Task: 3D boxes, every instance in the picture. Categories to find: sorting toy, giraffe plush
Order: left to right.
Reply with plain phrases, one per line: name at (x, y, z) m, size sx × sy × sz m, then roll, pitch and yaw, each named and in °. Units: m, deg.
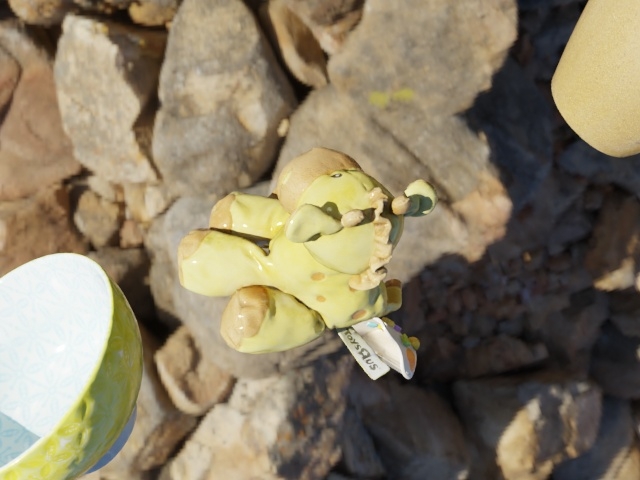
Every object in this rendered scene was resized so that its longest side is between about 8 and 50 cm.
giraffe plush at (0.000, 0.000, 0.956) m, size 0.210 × 0.181 × 0.170 m, roll 35°, pitch 141°, yaw 10°
sorting toy at (0.064, 0.099, 1.217) m, size 0.045 × 0.083 × 0.075 m, roll -53°, pitch 143°, yaw -11°

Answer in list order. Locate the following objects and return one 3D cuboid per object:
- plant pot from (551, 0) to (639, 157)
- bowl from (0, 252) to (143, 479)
plant pot at (0.352, -0.204, 1.121) m, size 0.237 × 0.237 × 0.254 m, roll 16°, pitch 139°, yaw -28°
bowl at (-0.295, 0.172, 1.261) m, size 0.289 × 0.289 × 0.156 m, roll -29°, pitch 132°, yaw 17°
